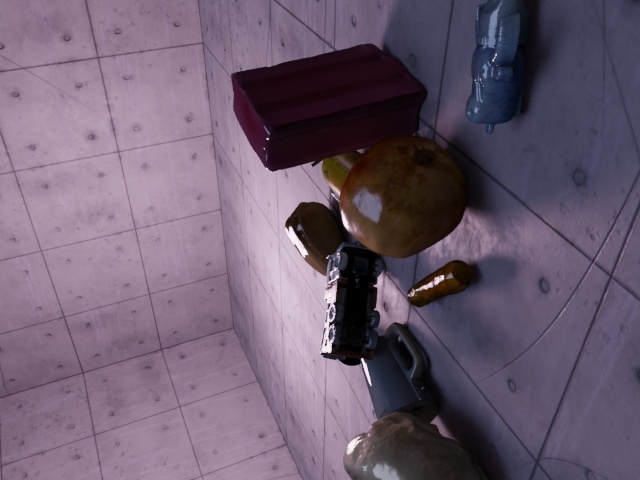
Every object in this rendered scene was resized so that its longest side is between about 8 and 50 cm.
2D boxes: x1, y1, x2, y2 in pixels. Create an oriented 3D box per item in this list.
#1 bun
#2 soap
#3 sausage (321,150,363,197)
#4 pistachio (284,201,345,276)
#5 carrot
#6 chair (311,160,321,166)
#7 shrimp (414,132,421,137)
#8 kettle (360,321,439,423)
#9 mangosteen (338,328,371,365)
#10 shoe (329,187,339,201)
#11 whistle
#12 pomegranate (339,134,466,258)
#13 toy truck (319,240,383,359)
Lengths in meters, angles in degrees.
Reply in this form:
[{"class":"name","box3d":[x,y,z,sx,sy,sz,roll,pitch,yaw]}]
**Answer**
[{"class":"bun","box3d":[0.240,0.554,1.480,0.365,0.219,0.365,31,157,15]},{"class":"soap","box3d":[0.012,-0.299,1.338,0.128,0.360,0.233,91,156,-47]},{"class":"sausage","box3d":[0.101,-0.142,1.559,0.347,0.123,0.123,-131,32,-51]},{"class":"pistachio","box3d":[0.000,0.000,1.928,0.260,0.163,0.212,59,-157,-11]},{"class":"carrot","box3d":[0.260,0.102,1.376,0.260,0.070,0.070,131,122,-68]},{"class":"chair","box3d":[0.055,-0.271,1.516,0.104,0.222,0.095,54,175,43]},{"class":"shrimp","box3d":[0.212,-0.180,1.370,0.091,0.025,0.127,-138,35,-60]},{"class":"kettle","box3d":[0.203,0.358,1.643,0.210,0.160,0.243,-64,34,36]},{"class":"mangosteen","box3d":[0.110,0.320,1.905,0.151,0.137,0.137,2,110,34]},{"class":"shoe","box3d":[0.091,-0.125,1.699,0.194,0.074,0.077,63,146,25]},{"class":"whistle","box3d":[0.282,-0.299,0.983,0.180,0.093,0.269,-86,-7,-64]},{"class":"pomegranate","box3d":[0.163,-0.076,1.254,0.229,0.252,0.270,46,150,17]},{"class":"toy truck","box3d":[0.072,0.159,1.722,0.184,0.133,0.338,149,130,-64]}]
